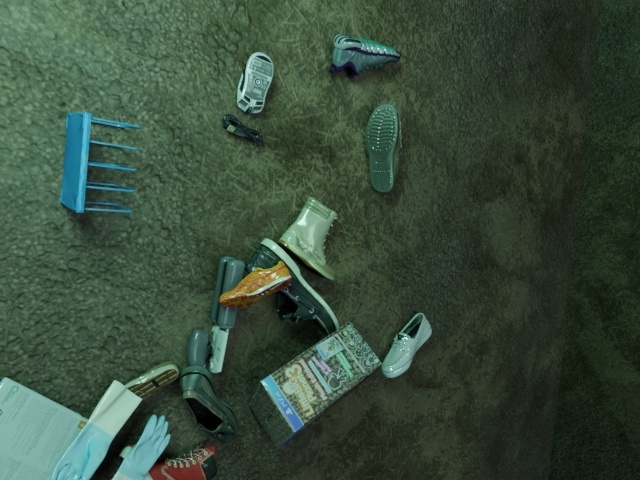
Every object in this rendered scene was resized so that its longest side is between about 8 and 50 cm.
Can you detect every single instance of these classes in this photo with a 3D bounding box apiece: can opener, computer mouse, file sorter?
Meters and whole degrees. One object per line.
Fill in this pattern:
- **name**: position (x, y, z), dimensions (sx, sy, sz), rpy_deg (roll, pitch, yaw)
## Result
- **can opener**: position (-0.251, 0.179, 1.078), dimensions (0.095, 0.076, 0.284), rpy_deg (6, 96, -40)
- **computer mouse**: position (-0.159, -0.331, 1.048), dimensions (0.106, 0.042, 0.193), rpy_deg (12, 99, -35)
- **file sorter**: position (-0.407, -0.140, 0.847), dimensions (0.104, 0.118, 0.171), rpy_deg (2, 100, -42)

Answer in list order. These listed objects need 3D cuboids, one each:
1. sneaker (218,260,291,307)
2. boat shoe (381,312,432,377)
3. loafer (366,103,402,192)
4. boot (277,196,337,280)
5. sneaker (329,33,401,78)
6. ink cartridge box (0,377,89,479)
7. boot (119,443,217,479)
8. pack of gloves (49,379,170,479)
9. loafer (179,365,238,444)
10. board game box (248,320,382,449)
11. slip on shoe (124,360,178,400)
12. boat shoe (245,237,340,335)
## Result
- **sneaker**: position (-0.155, 0.104, 1.060), dimensions (0.175, 0.067, 0.064), rpy_deg (-22, 152, -19)
- **boat shoe**: position (0.283, 0.349, 1.547), dimensions (0.258, 0.095, 0.084), rpy_deg (-45, 121, -34)
- **loafer**: position (0.188, -0.269, 1.321), dimensions (0.087, 0.094, 0.251), rpy_deg (-39, 136, -54)
- **boot**: position (0.000, 0.000, 1.234), dimensions (0.213, 0.077, 0.165), rpy_deg (41, 73, -35)
- **sneaker**: position (0.116, -0.483, 1.221), dimensions (0.223, 0.083, 0.098), rpy_deg (-5, 128, -35)
- **ink cartridge box**: position (-0.558, 0.405, 0.841), dimensions (0.224, 0.045, 0.223), rpy_deg (49, 38, -33)
- **boot**: position (-0.350, 0.527, 1.089), dimensions (0.176, 0.088, 0.244), rpy_deg (-43, 123, -33)
- **pack of gloves**: position (-0.413, 0.443, 0.937), dimensions (0.195, 0.046, 0.232), rpy_deg (51, 45, -29)
- **loafer**: position (-0.272, 0.417, 1.088), dimensions (0.096, 0.084, 0.268), rpy_deg (-14, 122, 4)
- **board game box**: position (-0.019, 0.381, 1.198), dimensions (0.291, 0.141, 0.232), rpy_deg (-28, 159, -30)
- **slip on shoe**: position (-0.387, 0.315, 1.027), dimensions (0.135, 0.041, 0.052), rpy_deg (-29, 120, -9)
- **boat shoe**: position (-0.074, 0.153, 1.180), dimensions (0.113, 0.127, 0.340), rpy_deg (-46, 123, -19)
